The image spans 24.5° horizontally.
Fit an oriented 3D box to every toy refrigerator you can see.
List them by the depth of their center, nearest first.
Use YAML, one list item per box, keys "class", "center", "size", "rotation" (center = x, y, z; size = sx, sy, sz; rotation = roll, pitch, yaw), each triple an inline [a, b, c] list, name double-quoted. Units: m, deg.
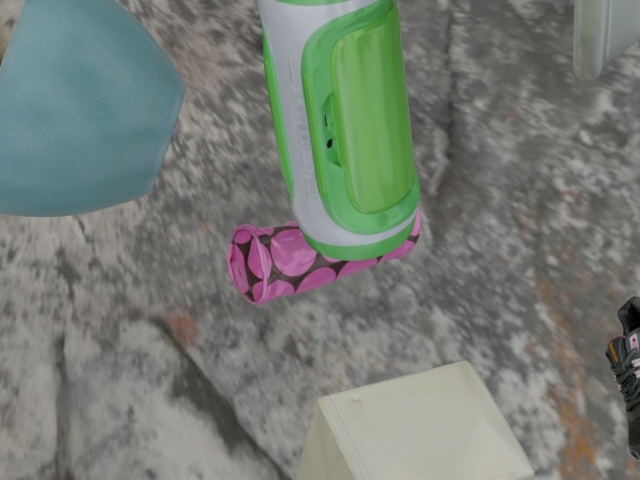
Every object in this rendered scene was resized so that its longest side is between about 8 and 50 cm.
- class: "toy refrigerator"
  center: [0.037, 0.195, 0.909]
  size: [0.102, 0.094, 0.269]
  rotation: [-12, 140, -21]

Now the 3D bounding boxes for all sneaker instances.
- class: "sneaker"
  center: [0.298, 0.126, 1.377]
  size: [0.077, 0.178, 0.072]
  rotation: [32, 130, -14]

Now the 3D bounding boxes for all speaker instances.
- class: "speaker"
  center: [0.020, -0.129, 1.337]
  size: [0.131, 0.131, 0.296]
  rotation: [-13, 126, -6]

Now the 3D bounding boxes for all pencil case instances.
- class: "pencil case"
  center: [0.000, 0.000, 1.541]
  size: [0.209, 0.098, 0.095]
  rotation: [-16, 133, -33]

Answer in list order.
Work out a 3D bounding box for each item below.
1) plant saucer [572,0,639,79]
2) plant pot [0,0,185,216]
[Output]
- class: "plant saucer"
  center: [0.251, -0.320, 1.110]
  size: [0.101, 0.400, 0.400]
  rotation: [3, 102, 9]
- class: "plant pot"
  center: [-0.266, -0.146, 1.671]
  size: [0.195, 0.290, 0.290]
  rotation: [19, 98, -10]
